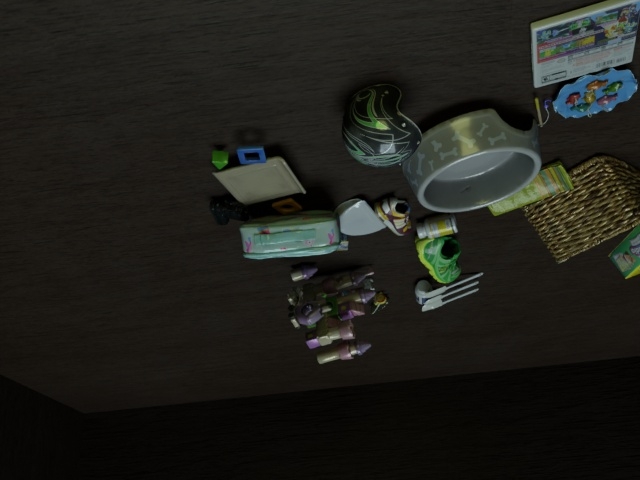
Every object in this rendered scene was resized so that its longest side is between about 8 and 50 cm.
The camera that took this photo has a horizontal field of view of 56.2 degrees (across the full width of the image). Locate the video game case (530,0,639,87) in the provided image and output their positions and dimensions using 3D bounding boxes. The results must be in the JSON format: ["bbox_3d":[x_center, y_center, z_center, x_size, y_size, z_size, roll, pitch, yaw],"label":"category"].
[{"bbox_3d":[0.535,-0.402,1.222,0.201,0.023,0.183,-12,152,15],"label":"video game case"}]

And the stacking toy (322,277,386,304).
[{"bbox_3d":[0.125,0.213,2.288,0.221,0.052,0.167,-13,151,16],"label":"stacking toy"}]

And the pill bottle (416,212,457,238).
[{"bbox_3d":[0.354,-0.043,1.827,0.116,0.065,0.065,-14,151,17],"label":"pill bottle"}]

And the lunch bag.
[{"bbox_3d":[-0.084,-0.013,1.651,0.279,0.107,0.224,-6,-170,4],"label":"lunch bag"}]

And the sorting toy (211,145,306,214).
[{"bbox_3d":[-0.153,-0.159,1.536,0.196,0.047,0.347,-8,155,15],"label":"sorting toy"}]

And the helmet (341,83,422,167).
[{"bbox_3d":[0.132,-0.238,1.310,0.169,0.161,0.169,-4,152,-2],"label":"helmet"}]

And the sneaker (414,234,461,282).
[{"bbox_3d":[0.413,0.059,1.983,0.124,0.109,0.295,-15,151,26],"label":"sneaker"}]

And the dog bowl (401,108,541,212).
[{"bbox_3d":[0.380,-0.183,1.490,0.349,0.102,0.349,-9,156,-4],"label":"dog bowl"}]

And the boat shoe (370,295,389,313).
[{"bbox_3d":[0.236,0.260,2.398,0.042,0.049,0.133,11,145,-14],"label":"boat shoe"}]

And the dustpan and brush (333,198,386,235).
[{"bbox_3d":[0.069,-0.056,1.775,0.211,0.060,0.147,-25,135,22],"label":"dustpan and brush"}]

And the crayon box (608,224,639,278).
[{"bbox_3d":[1.108,-0.047,1.825,0.313,0.106,0.363,-19,154,-10],"label":"crayon box"}]

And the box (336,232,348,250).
[{"bbox_3d":[0.000,0.000,1.857,0.169,0.054,0.059,-3,152,-2],"label":"box"}]

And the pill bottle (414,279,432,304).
[{"bbox_3d":[0.393,0.195,2.284,0.067,0.067,0.120,-9,152,7],"label":"pill bottle"}]

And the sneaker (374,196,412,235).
[{"bbox_3d":[0.236,-0.070,1.750,0.084,0.069,0.185,-21,150,31],"label":"sneaker"}]

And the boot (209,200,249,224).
[{"bbox_3d":[-0.244,-0.071,1.654,0.099,0.045,0.121,9,158,14],"label":"boot"}]

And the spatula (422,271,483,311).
[{"bbox_3d":[0.502,0.196,2.287,0.242,0.019,0.168,-21,146,-8],"label":"spatula"}]

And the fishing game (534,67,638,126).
[{"bbox_3d":[0.624,-0.323,1.356,0.264,0.041,0.189,-12,159,16],"label":"fishing game"}]

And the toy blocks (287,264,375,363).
[{"bbox_3d":[0.064,0.215,2.026,0.260,0.288,0.309,-17,133,12],"label":"toy blocks"}]

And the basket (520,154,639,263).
[{"bbox_3d":[0.781,-0.111,1.745,0.213,0.223,0.299,-26,170,-42],"label":"basket"}]

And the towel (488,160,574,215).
[{"bbox_3d":[0.578,-0.140,1.685,0.237,0.021,0.102,-22,123,33],"label":"towel"}]
